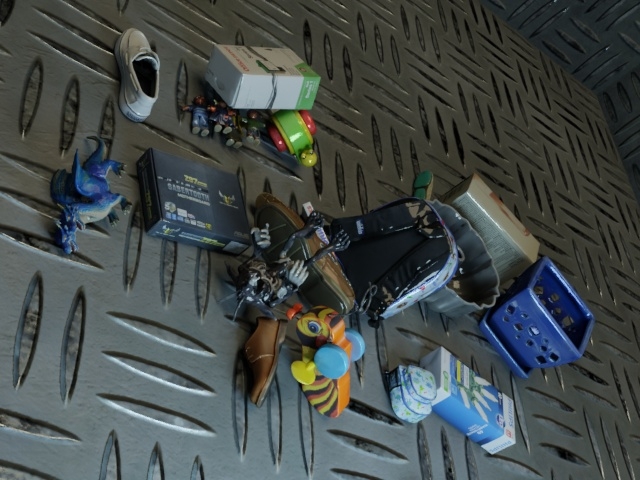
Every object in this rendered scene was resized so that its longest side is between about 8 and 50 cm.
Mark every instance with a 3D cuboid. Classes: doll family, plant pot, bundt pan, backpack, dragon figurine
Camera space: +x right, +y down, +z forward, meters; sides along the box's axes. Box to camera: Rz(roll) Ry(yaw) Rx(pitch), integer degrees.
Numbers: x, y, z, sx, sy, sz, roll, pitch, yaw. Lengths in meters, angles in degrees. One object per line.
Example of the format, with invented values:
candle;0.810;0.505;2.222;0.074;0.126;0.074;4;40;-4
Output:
doll family;-0.222;-0.280;2.000;0.193;0.076;0.111;20;50;-34
plant pot;0.578;0.220;2.361;0.236;0.212;0.236;51;34;-1
bundt pan;0.317;0.061;2.277;0.330;0.124;0.331;30;40;-28
backpack;0.205;0.340;1.933;0.105;0.084;0.114;24;46;-32
dragon figurine;-0.434;-0.108;1.587;0.144;0.085;0.289;14;51;-43
backpack;0.186;0.037;2.023;0.277;0.263;0.213;65;18;16

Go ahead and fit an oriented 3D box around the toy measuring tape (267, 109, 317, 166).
toy measuring tape;-0.100;-0.322;2.139;0.121;0.121;0.330;-8;62;-52

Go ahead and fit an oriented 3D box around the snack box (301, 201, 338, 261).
snack box;0.000;0.000;2.018;0.022;0.064;0.178;-21;72;-12

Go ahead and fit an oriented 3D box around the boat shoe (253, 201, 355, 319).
boat shoe;-0.035;0.040;1.915;0.307;0.110;0.104;57;29;-9

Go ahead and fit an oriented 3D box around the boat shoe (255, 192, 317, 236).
boat shoe;-0.081;-0.043;1.972;0.178;0.064;0.060;42;5;-17

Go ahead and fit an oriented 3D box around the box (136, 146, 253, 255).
box;-0.257;-0.077;1.788;0.232;0.059;0.183;17;46;-41

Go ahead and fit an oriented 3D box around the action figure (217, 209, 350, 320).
action figure;-0.083;0.042;1.732;0.275;0.141;0.164;-37;70;-25

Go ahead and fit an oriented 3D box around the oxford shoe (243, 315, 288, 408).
oxford shoe;-0.117;0.233;1.683;0.076;0.076;0.212;15;41;-5

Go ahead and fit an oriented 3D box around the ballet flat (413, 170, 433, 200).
ballet flat;0.295;-0.136;2.504;0.168;0.057;0.052;-68;142;-48

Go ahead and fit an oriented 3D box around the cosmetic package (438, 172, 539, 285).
cosmetic package;0.482;-0.031;2.527;0.296;0.153;0.129;47;36;-10

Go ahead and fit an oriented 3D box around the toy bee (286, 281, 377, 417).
toy bee;0.008;0.195;1.727;0.162;0.298;0.195;22;8;21

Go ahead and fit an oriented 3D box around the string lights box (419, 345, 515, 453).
string lights box;0.348;0.382;2.067;0.259;0.076;0.133;37;36;-22

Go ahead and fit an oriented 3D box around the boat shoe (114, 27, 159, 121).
boat shoe;-0.385;-0.375;1.883;0.095;0.084;0.258;17;48;-40

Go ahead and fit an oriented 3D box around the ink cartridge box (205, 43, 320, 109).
ink cartridge box;-0.137;-0.384;2.046;0.219;0.093;0.160;-5;39;-36
